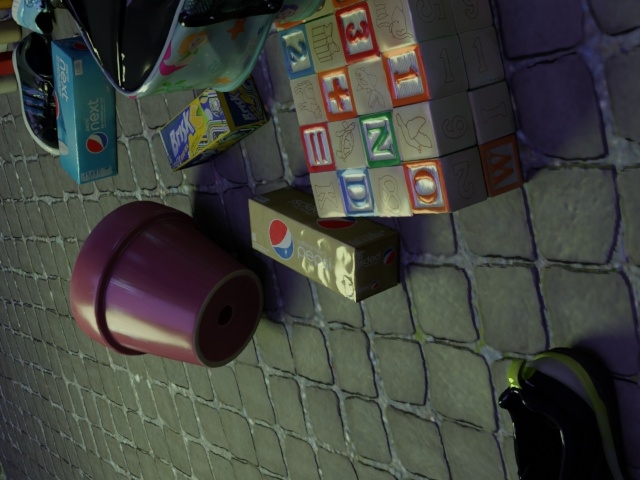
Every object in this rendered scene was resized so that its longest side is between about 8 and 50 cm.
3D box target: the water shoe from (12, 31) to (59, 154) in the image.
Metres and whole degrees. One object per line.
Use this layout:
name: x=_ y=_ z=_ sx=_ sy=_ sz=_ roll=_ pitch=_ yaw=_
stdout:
water shoe: x=-0.450 y=-0.239 z=1.378 sx=0.080 sy=0.073 sz=0.203 roll=-26 pitch=86 yaw=54

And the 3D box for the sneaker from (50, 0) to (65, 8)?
sneaker: x=-0.256 y=-0.400 z=1.013 sx=0.281 sy=0.106 sz=0.163 roll=-20 pitch=84 yaw=46

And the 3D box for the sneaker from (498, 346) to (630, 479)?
sneaker: x=0.192 y=0.200 z=0.673 sx=0.084 sy=0.097 sz=0.235 roll=-13 pitch=96 yaw=56

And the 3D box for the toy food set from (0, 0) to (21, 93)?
toy food set: x=-0.604 y=-0.339 z=1.514 sx=0.111 sy=0.104 sz=0.232 roll=60 pitch=145 yaw=14

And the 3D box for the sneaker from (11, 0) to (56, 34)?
sneaker: x=-0.430 y=-0.388 z=1.302 sx=0.073 sy=0.063 sz=0.162 roll=37 pitch=141 yaw=14

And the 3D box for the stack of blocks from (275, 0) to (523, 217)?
stack of blocks: x=0.048 y=-0.173 z=0.695 sx=0.171 sy=0.087 sz=0.297 roll=0 pitch=106 yaw=54

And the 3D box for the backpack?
backpack: x=-0.097 y=-0.235 z=0.616 sx=0.225 sy=0.191 sz=0.253 roll=58 pitch=138 yaw=24

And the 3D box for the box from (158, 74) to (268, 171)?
box: x=-0.131 y=-0.134 z=0.997 sx=0.169 sy=0.054 sz=0.059 roll=-21 pitch=89 yaw=57

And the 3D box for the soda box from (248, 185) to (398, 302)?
soda box: x=0.000 y=0.000 z=0.878 sx=0.181 sy=0.058 sz=0.061 roll=26 pitch=127 yaw=47

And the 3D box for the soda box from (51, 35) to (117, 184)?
soda box: x=-0.353 y=-0.194 z=1.269 sx=0.071 sy=0.067 sz=0.210 roll=39 pitch=135 yaw=37

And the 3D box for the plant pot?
plant pot: x=-0.180 y=0.069 z=1.066 sx=0.180 sy=0.201 sz=0.201 roll=21 pitch=125 yaw=30
